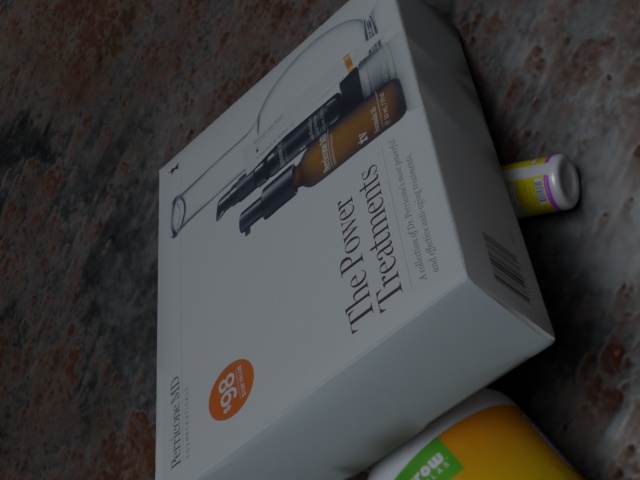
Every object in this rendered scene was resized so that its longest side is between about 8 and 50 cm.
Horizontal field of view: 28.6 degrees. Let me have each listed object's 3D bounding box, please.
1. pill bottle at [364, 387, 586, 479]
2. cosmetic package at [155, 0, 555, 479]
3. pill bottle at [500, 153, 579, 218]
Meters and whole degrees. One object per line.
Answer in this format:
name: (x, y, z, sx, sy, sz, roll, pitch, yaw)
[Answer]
pill bottle: (0.116, 0.192, 0.880, 0.136, 0.136, 0.246, -52, 54, 15)
cosmetic package: (0.000, 0.000, 0.952, 0.284, 0.097, 0.377, -41, 34, 25)
pill bottle: (0.153, -0.039, 0.966, 0.083, 0.043, 0.043, -10, 74, 35)
